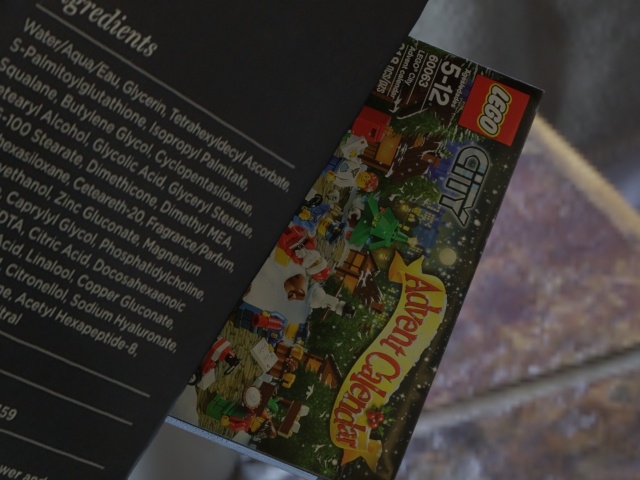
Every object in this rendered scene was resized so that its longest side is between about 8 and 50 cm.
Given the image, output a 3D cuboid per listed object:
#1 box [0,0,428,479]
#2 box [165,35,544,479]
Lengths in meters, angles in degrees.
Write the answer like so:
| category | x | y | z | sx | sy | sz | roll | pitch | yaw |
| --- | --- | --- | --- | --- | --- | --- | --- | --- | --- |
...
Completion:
| category | x | y | z | sx | sy | sz | roll | pitch | yaw |
| --- | --- | --- | --- | --- | --- | --- | --- | --- | --- |
| box | -0.185 | -0.062 | 0.833 | 0.293 | 0.212 | 0.395 | 35 | 93 | 41 |
| box | 0.000 | 0.000 | 0.939 | 0.159 | 0.044 | 0.233 | 22 | 77 | 0 |
